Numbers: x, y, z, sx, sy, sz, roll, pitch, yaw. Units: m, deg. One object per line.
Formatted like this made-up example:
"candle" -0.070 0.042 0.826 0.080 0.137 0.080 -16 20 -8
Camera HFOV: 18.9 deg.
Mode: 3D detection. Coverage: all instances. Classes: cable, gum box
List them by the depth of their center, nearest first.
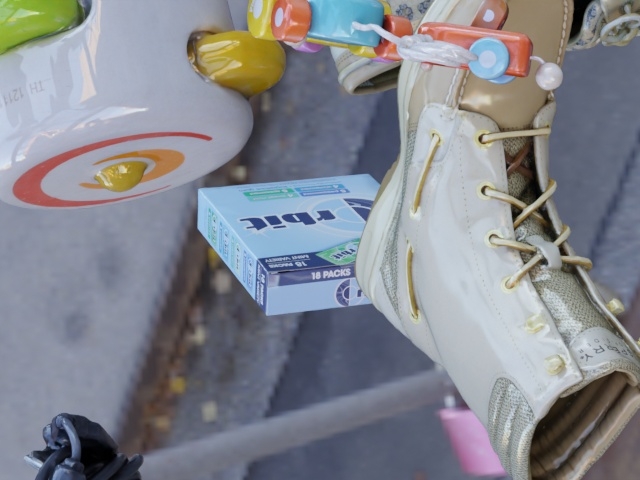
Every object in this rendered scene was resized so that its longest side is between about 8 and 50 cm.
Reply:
"cable" -0.133 0.176 1.006 0.047 0.184 0.150 13 71 8
"gum box" 0.000 0.000 1.572 0.184 0.157 0.041 -135 43 -60

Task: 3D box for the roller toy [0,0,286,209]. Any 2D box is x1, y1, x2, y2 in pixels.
"roller toy" -0.145 -0.103 1.297 0.191 0.209 0.146 141 119 -62

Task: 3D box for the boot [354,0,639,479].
"boot" 0.113 -0.008 1.040 0.203 0.095 0.262 56 140 41

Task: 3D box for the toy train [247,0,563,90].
"toy train" 0.038 -0.098 0.828 0.125 0.166 0.046 10 94 15

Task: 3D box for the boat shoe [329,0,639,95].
"boat shoe" 0.141 -0.152 1.279 0.104 0.285 0.089 100 160 -69
